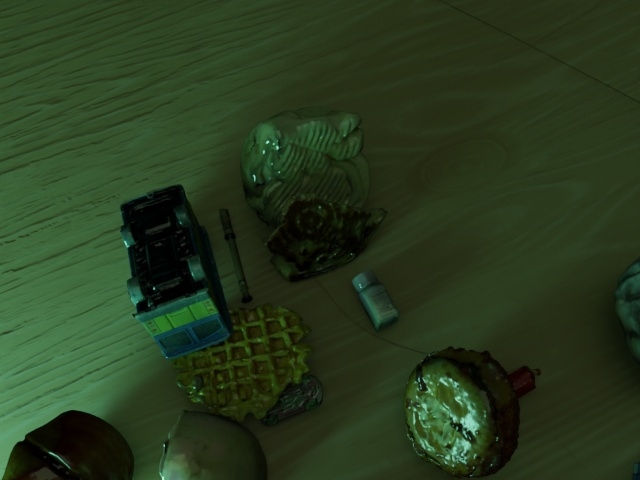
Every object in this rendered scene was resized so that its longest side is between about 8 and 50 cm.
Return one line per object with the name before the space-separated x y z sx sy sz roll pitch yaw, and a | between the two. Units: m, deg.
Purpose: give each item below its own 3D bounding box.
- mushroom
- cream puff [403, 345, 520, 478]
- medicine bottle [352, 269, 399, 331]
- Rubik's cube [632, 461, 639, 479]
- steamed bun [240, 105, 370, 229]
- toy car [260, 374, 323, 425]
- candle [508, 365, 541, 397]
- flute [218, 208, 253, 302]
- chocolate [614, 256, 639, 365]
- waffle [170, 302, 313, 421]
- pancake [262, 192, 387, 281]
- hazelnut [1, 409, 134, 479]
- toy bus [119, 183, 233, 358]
mushroom | -0.194 0.428 1.200 0.173 0.162 0.236 3 67 5
cream puff | 0.269 0.314 1.222 0.164 0.240 0.240 -4 61 -34
medicine bottle | 0.115 0.124 1.377 0.055 0.074 0.118 -25 66 -9
Rubik's cube | 0.634 0.461 1.200 0.092 0.092 0.092 14 67 9
steamed bun | -0.040 -0.167 1.444 0.280 0.268 0.207 -12 30 -18
toy car | -0.060 0.320 1.305 0.142 0.055 0.069 -22 56 2
candle | 0.385 0.291 1.308 0.130 0.052 0.052 -28 68 -11
flute | -0.191 0.029 1.456 0.027 0.027 0.233 -16 66 -6
chocolate | 0.700 0.119 1.273 0.303 0.303 0.213 -27 42 -10
waffle | -0.156 0.231 1.323 0.280 0.060 0.262 27 61 26
pancake | 0.000 0.000 1.406 0.257 0.212 0.056 12 27 -25
hazelnut | -0.454 0.426 1.201 0.181 0.181 0.212 17 55 31
toy bus | -0.296 0.056 1.323 0.152 0.190 0.312 -20 50 -3
